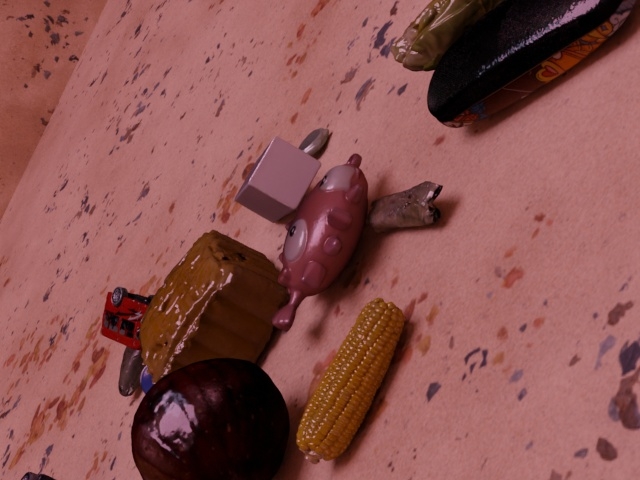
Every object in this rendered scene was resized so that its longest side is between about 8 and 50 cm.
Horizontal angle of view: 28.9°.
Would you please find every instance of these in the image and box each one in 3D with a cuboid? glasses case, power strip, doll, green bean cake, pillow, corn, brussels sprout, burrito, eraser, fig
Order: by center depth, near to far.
[{"bbox_3d":[0.035,0.164,1.440,0.206,0.067,0.067,-63,24,-7],"label":"corn"},{"bbox_3d":[0.244,-0.238,1.470,0.321,0.082,0.122,-31,38,46],"label":"glasses case"},{"bbox_3d":[-0.121,0.259,1.512,0.203,0.186,0.249,-41,32,-3],"label":"fig"},{"bbox_3d":[0.108,-0.040,1.564,0.171,0.042,0.051,-8,65,63],"label":"burrito"},{"bbox_3d":[0.178,-0.289,1.651,0.181,0.100,0.139,-47,16,29],"label":"brussels sprout"},{"bbox_3d":[0.000,0.000,1.657,0.262,0.093,0.211,-64,12,-8],"label":"doll"},{"bbox_3d":[-0.066,-0.084,1.806,0.078,0.076,0.298,-60,6,-6],"label":"eraser"},{"bbox_3d":[-0.165,0.114,1.814,0.230,0.131,0.224,-56,22,6],"label":"green bean cake"},{"bbox_3d":[-0.241,0.224,1.931,0.099,0.057,0.143,-52,25,-8],"label":"doll"},{"bbox_3d":[-0.015,-0.140,1.948,0.083,0.035,0.055,-49,23,-8],"label":"power strip"},{"bbox_3d":[-0.283,0.150,2.107,0.241,0.051,0.093,-61,23,2],"label":"pillow"}]

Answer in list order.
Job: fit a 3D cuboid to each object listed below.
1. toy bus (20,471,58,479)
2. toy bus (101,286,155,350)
[{"bbox_3d":[-0.471,0.491,1.977,0.287,0.138,0.175,-32,35,46],"label":"toy bus"},{"bbox_3d":[-0.275,0.134,2.001,0.195,0.081,0.089,12,87,50],"label":"toy bus"}]
